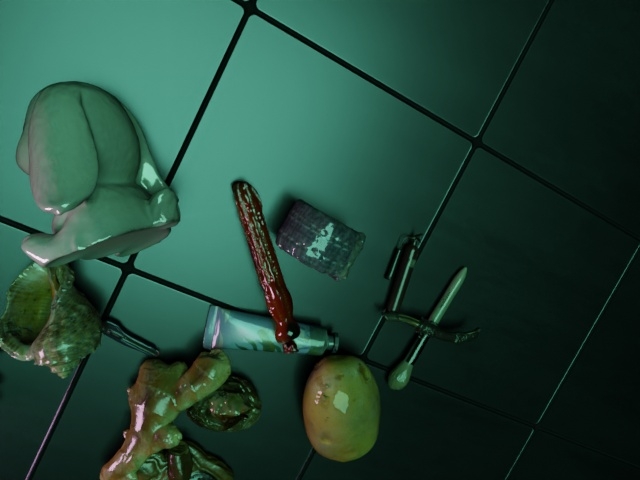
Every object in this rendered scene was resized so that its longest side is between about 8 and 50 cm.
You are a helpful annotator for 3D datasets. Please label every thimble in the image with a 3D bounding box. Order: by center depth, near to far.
[{"bbox_3d":[-0.001,-0.001,0.973,0.150,0.150,0.097,30,91,-20],"label":"thimble"}]

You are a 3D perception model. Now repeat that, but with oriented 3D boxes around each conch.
[{"bbox_3d":[-0.445,0.125,0.896,0.156,0.130,0.207,-9,92,-26],"label":"conch"}]

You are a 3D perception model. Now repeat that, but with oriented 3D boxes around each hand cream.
[{"bbox_3d":[-0.092,0.183,1.051,0.256,0.055,0.088,10,101,-10],"label":"hand cream"}]

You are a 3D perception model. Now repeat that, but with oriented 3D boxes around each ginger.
[{"bbox_3d":[-0.299,0.318,0.992,0.148,0.081,0.333,33,91,4],"label":"ginger"}]

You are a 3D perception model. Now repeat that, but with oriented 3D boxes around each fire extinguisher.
[{"bbox_3d":[0.161,0.061,1.096,0.049,0.035,0.173,20,100,20],"label":"fire extinguisher"}]

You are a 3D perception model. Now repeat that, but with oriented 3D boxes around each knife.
[{"bbox_3d":[-0.346,0.178,0.994,0.121,0.018,0.031,34,95,-22],"label":"knife"},{"bbox_3d":[0.223,0.180,1.113,0.222,0.021,0.045,12,94,-13],"label":"knife"}]

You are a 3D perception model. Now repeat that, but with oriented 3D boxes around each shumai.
[{"bbox_3d":[-0.190,0.322,1.038,0.139,0.105,0.123,24,101,6],"label":"shumai"}]

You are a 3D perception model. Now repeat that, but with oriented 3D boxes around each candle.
[{"bbox_3d":[-0.093,0.049,0.986,0.051,0.048,0.329,-14,97,21],"label":"candle"}]

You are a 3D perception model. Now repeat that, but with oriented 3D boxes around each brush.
[{"bbox_3d":[0.228,0.185,1.144,0.042,0.039,0.299,32,91,-9],"label":"brush"}]

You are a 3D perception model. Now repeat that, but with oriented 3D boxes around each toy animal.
[{"bbox_3d":[-0.341,-0.113,0.833,0.206,0.272,0.264,-21,86,19],"label":"toy animal"}]

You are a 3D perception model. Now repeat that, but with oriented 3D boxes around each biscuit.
[{"bbox_3d":[-0.279,0.507,1.082,0.208,0.041,0.290,-38,110,-4],"label":"biscuit"}]

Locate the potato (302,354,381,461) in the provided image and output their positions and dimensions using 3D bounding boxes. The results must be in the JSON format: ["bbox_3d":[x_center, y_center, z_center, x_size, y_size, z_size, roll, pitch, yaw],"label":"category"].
[{"bbox_3d":[0.041,0.338,1.082,0.151,0.146,0.233,-4,107,17],"label":"potato"}]

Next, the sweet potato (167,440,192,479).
[{"bbox_3d":[-0.264,0.441,1.029,0.049,0.049,0.117,-4,92,-14],"label":"sweet potato"}]
